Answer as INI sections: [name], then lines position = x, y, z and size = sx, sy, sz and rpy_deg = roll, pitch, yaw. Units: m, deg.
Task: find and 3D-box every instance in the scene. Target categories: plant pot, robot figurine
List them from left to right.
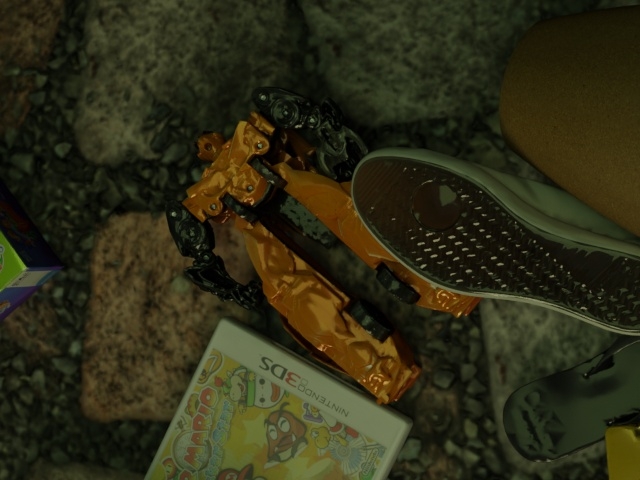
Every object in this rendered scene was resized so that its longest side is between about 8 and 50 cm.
[robot figurine]
position = 0.000, 0.000, 1.689
size = 0.291, 0.085, 0.211
rpy_deg = 42, 103, 14
[plant pot]
position = 0.282, -0.099, 1.530
size = 0.254, 0.237, 0.237
rpy_deg = 17, 96, 32

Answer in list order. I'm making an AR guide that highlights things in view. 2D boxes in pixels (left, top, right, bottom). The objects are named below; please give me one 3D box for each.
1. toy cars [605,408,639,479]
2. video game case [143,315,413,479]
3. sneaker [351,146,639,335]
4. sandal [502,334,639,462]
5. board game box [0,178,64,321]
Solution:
[toy cars]
position = 0.274, 0.262, 1.597
size = 0.176, 0.087, 0.393
rpy_deg = 46, 108, 18
[video game case]
position = -0.051, 0.217, 1.739
size = 0.206, 0.026, 0.227
rpy_deg = 28, 100, 17
[sneaker]
position = 0.167, -0.005, 1.605
size = 0.290, 0.123, 0.106
rpy_deg = 24, 111, 7
[sandal]
position = 0.272, 0.118, 1.608
size = 0.254, 0.054, 0.097
rpy_deg = -35, 79, 17
[board game box]
position = -0.454, 0.042, 1.854
size = 0.347, 0.078, 0.233
rpy_deg = -41, 78, 15
